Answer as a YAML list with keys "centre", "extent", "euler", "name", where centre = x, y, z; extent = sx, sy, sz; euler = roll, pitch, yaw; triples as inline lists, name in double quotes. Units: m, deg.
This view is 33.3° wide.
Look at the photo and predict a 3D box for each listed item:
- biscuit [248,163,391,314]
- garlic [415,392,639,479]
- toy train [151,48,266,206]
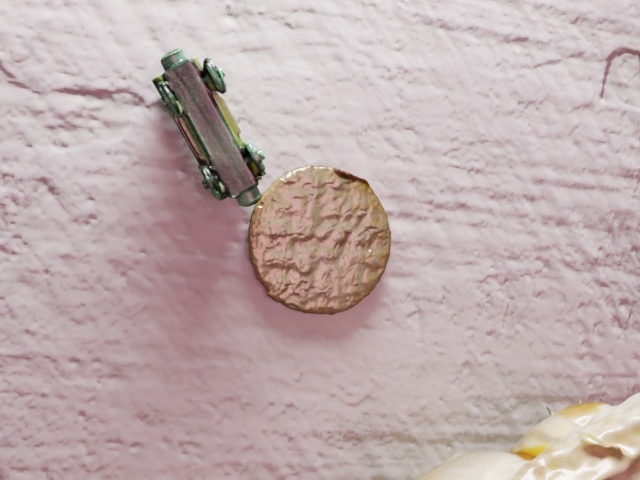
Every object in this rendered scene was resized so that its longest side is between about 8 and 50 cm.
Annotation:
- centre: [0.000, 0.000, 0.830]
  extent: [0.120, 0.015, 0.120]
  euler: [-1, 92, -17]
  name: "biscuit"
- centre: [0.190, 0.263, 0.798]
  extent: [0.286, 0.249, 0.313]
  euler: [-43, 123, -28]
  name: "garlic"
- centre: [-0.078, -0.080, 0.769]
  extent: [0.050, 0.081, 0.122]
  euler: [-28, 98, -6]
  name: "toy train"
